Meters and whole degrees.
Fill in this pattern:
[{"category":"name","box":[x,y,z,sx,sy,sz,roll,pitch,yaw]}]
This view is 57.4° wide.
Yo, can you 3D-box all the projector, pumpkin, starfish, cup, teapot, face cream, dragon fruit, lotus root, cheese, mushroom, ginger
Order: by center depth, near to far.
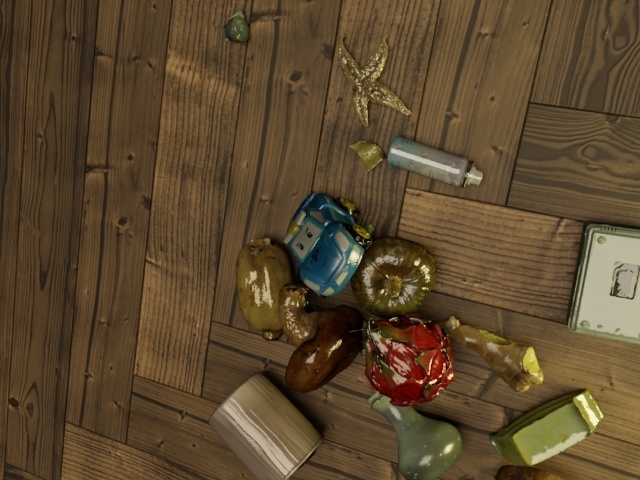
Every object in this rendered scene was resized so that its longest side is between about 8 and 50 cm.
[{"category":"projector","box":[0.676,0.096,1.317,0.191,0.099,0.257,9,101,17]},{"category":"dragon fruit","box":[0.184,0.276,1.407,0.293,0.234,0.234,33,109,-15]},{"category":"face cream","box":[0.281,-0.187,1.428,0.229,0.075,0.075,21,104,16]},{"category":"lotus root","box":[0.553,0.643,1.428,0.260,0.074,0.170,25,130,15]},{"category":"pumpkin","box":[0.173,0.096,1.452,0.218,0.162,0.219,1,107,2]},{"category":"ginger","box":[0.408,0.278,1.455,0.294,0.086,0.131,22,133,25]},{"category":"starfish","box":[0.126,-0.413,1.465,0.138,0.050,0.248,-17,95,19]},{"category":"cheese","box":[0.120,-0.228,1.498,0.060,0.041,0.084,-39,99,27]},{"category":"teapot","box":[0.234,0.481,1.500,0.183,0.183,0.251,-45,71,20]},{"category":"mushroom","box":[-0.002,0.262,1.502,0.254,0.267,0.267,44,114,46]},{"category":"teapot","box":[-0.228,-0.570,1.566,0.057,0.066,0.088,-3,74,37]},{"category":"lotus root","box":[-0.149,0.136,1.592,0.160,0.146,0.284,-2,100,35]},{"category":"cup","box":[-0.152,0.537,1.644,0.208,0.288,0.273,-43,80,-16]}]

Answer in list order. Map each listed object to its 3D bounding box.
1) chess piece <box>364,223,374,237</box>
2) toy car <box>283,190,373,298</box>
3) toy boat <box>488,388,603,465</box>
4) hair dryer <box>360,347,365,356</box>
[{"category":"chess piece","box":[0.119,0.002,1.534,0.042,0.042,0.093,19,99,16]},{"category":"toy car","box":[0.000,0.000,1.451,0.165,0.314,0.198,25,111,-22]},{"category":"toy boat","box":[0.547,0.465,1.426,0.276,0.084,0.111,-34,88,20]},{"category":"hair dryer","box":[0.145,0.306,1.570,0.083,0.047,0.026,27,106,-1]}]
